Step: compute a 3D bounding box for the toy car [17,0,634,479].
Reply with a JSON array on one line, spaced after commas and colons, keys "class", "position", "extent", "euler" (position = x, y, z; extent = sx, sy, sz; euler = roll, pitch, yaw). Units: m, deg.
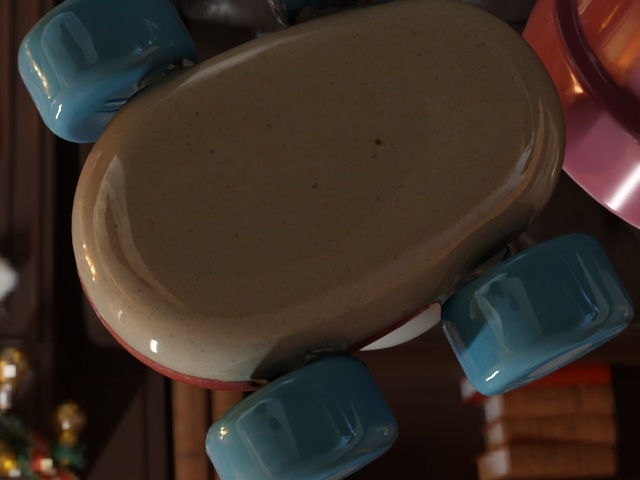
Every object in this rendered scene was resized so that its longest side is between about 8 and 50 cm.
[{"class": "toy car", "position": [0.000, 0.000, 0.664], "extent": [0.210, 0.219, 0.238], "euler": [-27, 166, -7]}]

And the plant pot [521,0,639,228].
[{"class": "plant pot", "position": [0.220, -0.120, 0.695], "extent": [0.201, 0.201, 0.180], "euler": [1, 143, -17]}]
